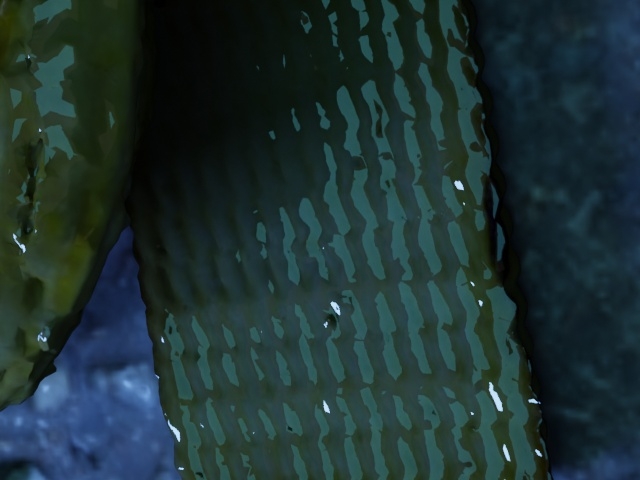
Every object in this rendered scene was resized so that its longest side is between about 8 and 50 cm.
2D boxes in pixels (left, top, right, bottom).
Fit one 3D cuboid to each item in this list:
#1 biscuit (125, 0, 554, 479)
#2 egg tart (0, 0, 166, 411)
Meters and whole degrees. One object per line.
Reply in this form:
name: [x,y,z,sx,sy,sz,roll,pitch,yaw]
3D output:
biscuit: [0.000,0.000,0.562,0.172,0.029,0.255,-9,92,23]
egg tart: [-0.176,-0.075,0.553,0.341,0.132,0.341,7,102,32]
